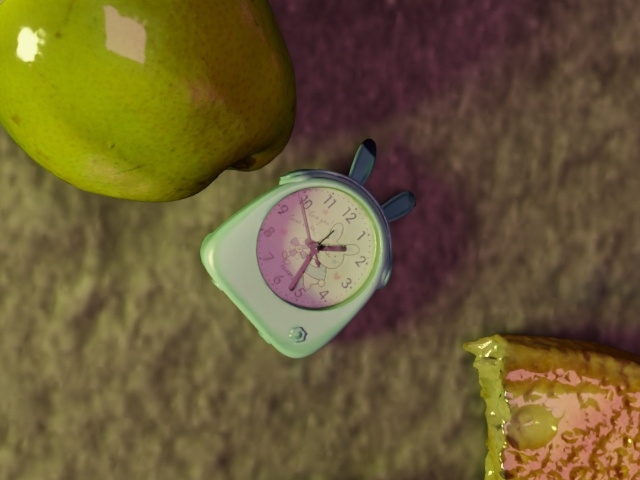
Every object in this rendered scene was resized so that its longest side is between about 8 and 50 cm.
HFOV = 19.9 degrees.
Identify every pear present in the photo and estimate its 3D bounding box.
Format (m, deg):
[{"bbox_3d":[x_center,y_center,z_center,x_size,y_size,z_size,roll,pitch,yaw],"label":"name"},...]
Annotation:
[{"bbox_3d":[-0.114,-0.114,1.148,0.187,0.187,0.220,-47,119,-3],"label":"pear"}]

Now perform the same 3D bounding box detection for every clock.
[{"bbox_3d":[0.000,0.000,1.237,0.147,0.045,0.108,-41,101,-5],"label":"clock"}]

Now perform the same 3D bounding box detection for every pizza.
[{"bbox_3d":[0.180,0.213,1.276,0.280,0.075,0.287,30,92,-7],"label":"pizza"}]
